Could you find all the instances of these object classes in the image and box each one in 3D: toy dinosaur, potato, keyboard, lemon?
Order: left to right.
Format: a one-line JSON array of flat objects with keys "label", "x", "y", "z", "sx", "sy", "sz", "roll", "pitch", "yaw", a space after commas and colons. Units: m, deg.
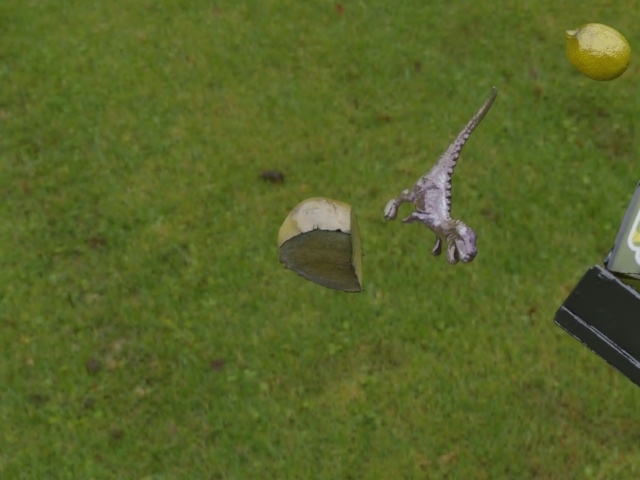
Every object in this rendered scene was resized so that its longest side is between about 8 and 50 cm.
[{"label": "potato", "x": 0.000, "y": 0.000, "z": 1.869, "sx": 0.138, "sy": 0.243, "sz": 0.098, "roll": -1, "pitch": 61, "yaw": 7}, {"label": "toy dinosaur", "x": 0.188, "y": -0.088, "z": 1.624, "sx": 0.199, "sy": 0.072, "sz": 0.251, "roll": -3, "pitch": 69, "yaw": 57}, {"label": "lemon", "x": 0.421, "y": -0.289, "z": 1.663, "sx": 0.110, "sy": 0.082, "sz": 0.082, "roll": 28, "pitch": 37, "yaw": -10}, {"label": "keyboard", "x": 0.295, "y": 0.109, "z": 0.869, "sx": 0.231, "sy": 0.072, "sz": 0.023, "roll": 40, "pitch": 43, "yaw": 15}]

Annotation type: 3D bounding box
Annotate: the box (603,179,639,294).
[{"label": "box", "x": 0.588, "y": -0.065, "z": 1.246, "sx": 0.420, "sy": 0.138, "sz": 0.373, "roll": 13, "pitch": 73, "yaw": 48}]
